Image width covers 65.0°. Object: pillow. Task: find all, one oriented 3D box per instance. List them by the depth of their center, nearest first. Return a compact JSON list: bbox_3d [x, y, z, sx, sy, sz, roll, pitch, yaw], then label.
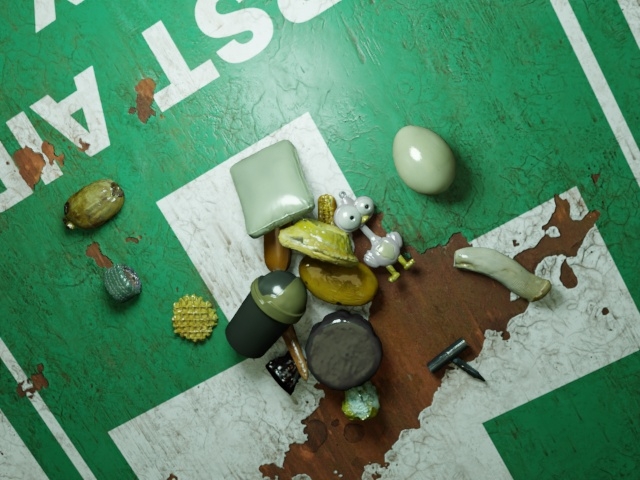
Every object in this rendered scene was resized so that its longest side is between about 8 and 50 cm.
[{"bbox_3d":[-0.168,-0.181,1.706,0.255,0.120,0.322,-25,58,9],"label":"pillow"}]

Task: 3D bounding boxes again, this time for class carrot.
[{"bbox_3d":[-0.087,0.412,1.842,0.057,0.057,0.224,-30,65,8],"label":"carrot"}]

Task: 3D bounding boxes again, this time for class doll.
[{"bbox_3d":[0.177,-0.025,1.778,0.160,0.094,0.365,-39,98,-4],"label":"doll"}]

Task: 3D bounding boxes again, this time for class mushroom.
[{"bbox_3d":[0.639,0.112,1.776,0.351,0.095,0.123,25,118,1],"label":"mushroom"}]

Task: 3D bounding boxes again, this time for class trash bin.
[{"bbox_3d":[-0.182,0.245,1.782,0.214,0.214,0.334,38,115,-3],"label":"trash bin"}]

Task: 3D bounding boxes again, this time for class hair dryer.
[{"bbox_3d":[0.520,0.481,1.875,0.173,0.050,0.195,-40,98,12],"label":"hair dryer"}]

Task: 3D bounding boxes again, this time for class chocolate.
[{"bbox_3d":[-0.112,0.481,1.888,0.133,0.156,0.156,-39,96,-18],"label":"chocolate"}]

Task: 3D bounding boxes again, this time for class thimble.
[{"bbox_3d":[-0.733,0.157,1.865,0.090,0.118,0.135,-31,81,4],"label":"thimble"}]

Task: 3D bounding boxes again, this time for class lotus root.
[{"bbox_3d":[-0.827,-0.120,1.818,0.260,0.128,0.145,-33,106,10],"label":"lotus root"}]

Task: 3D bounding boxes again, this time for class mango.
[{"bbox_3d":[0.063,0.142,1.808,0.295,0.120,0.177,16,105,7],"label":"mango"}]

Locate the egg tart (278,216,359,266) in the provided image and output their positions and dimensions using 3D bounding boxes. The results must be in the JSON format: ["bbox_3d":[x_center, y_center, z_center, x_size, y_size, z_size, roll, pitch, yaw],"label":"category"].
[{"bbox_3d":[0.000,0.000,1.671,0.290,0.290,0.115,19,96,0],"label":"egg tart"}]

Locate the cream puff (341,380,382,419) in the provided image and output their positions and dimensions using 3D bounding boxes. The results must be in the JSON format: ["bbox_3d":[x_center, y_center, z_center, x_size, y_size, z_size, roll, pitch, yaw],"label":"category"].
[{"bbox_3d":[0.145,0.600,1.881,0.156,0.121,0.156,-3,79,15],"label":"cream puff"}]

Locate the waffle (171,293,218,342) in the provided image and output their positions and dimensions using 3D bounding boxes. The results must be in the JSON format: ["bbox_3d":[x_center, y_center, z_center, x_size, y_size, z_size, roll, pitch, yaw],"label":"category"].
[{"bbox_3d":[-0.480,0.295,1.911,0.191,0.038,0.191,1,100,4],"label":"waffle"}]

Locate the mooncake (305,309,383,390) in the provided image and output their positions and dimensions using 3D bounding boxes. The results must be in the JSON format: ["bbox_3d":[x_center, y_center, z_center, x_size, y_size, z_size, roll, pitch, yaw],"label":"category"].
[{"bbox_3d":[0.084,0.398,1.837,0.283,0.141,0.283,0,95,5],"label":"mooncake"}]

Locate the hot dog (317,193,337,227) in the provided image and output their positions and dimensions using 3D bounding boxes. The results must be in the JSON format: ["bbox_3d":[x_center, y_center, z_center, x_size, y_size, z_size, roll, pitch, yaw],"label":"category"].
[{"bbox_3d":[0.025,-0.087,1.805,0.071,0.045,0.165,0,101,6],"label":"hot dog"}]

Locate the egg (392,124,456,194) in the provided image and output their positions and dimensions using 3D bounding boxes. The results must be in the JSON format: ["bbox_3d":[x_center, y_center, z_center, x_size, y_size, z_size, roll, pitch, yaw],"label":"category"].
[{"bbox_3d":[0.342,-0.269,1.679,0.188,0.188,0.253,-36,90,9],"label":"egg"}]

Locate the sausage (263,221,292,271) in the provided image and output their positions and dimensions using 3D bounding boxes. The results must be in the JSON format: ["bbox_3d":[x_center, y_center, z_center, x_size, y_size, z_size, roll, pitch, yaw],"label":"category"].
[{"bbox_3d":[-0.152,-0.019,1.802,0.105,0.105,0.274,2,100,4],"label":"sausage"}]
